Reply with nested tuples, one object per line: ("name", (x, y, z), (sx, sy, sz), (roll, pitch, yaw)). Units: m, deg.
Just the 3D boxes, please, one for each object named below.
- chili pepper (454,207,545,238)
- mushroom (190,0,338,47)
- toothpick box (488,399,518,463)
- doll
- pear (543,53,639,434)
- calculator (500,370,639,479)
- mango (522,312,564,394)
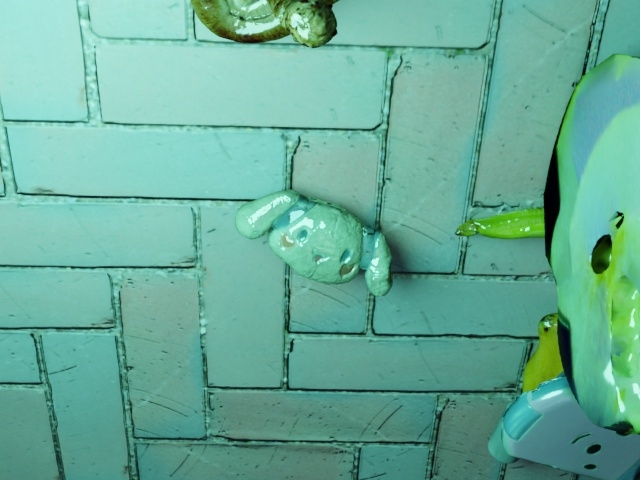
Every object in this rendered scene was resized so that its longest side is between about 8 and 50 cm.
("chili pepper", (0.272, -0.018, 1.420), (0.208, 0.043, 0.049), (8, 155, -1))
("mushroom", (-0.034, -0.240, 1.110), (0.227, 0.218, 0.148), (-34, 123, 25))
("toothpick box", (0.276, 0.274, 1.652), (0.052, 0.052, 0.083), (10, 130, -9))
("doll", (0.000, 0.000, 1.410), (0.214, 0.071, 0.103), (28, 113, -11))
("pear", (0.380, 0.005, 1.215), (0.165, 0.399, 0.399), (1, 130, -9))
("calculator", (0.383, 0.258, 1.545), (0.293, 0.051, 0.173), (16, 132, -15))
("mango", (0.323, 0.174, 1.558), (0.098, 0.075, 0.190), (-2, 124, -5))
